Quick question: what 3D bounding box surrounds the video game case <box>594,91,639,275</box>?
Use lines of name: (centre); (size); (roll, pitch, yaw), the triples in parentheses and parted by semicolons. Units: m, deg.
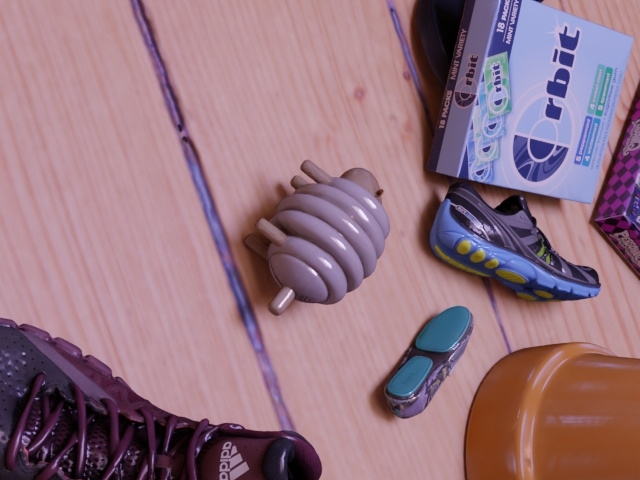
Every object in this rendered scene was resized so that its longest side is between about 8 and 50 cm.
video game case: (0.380, -0.040, 1.186); (0.210, 0.042, 0.232); (45, 53, -26)

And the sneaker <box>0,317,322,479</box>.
sneaker: (-0.097, 0.111, 0.642); (0.281, 0.163, 0.106); (31, 60, -32)

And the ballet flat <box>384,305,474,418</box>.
ballet flat: (0.085, 0.097, 0.898); (0.114, 0.041, 0.041); (-46, 110, -39)

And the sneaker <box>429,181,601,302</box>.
sneaker: (0.173, 0.004, 0.974); (0.188, 0.067, 0.078); (25, 69, -31)

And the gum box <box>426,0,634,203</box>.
gum box: (0.184, -0.120, 0.995); (0.184, 0.041, 0.156); (8, 98, -40)

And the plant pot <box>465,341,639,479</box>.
plant pot: (0.253, 0.175, 0.918); (0.205, 0.188, 0.205); (13, 70, -39)

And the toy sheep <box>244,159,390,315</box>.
toy sheep: (0.000, 0.000, 0.814); (0.091, 0.091, 0.132); (46, 67, -23)

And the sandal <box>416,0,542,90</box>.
sandal: (0.164, -0.225, 1.035); (0.097, 0.054, 0.254); (53, 50, -18)
